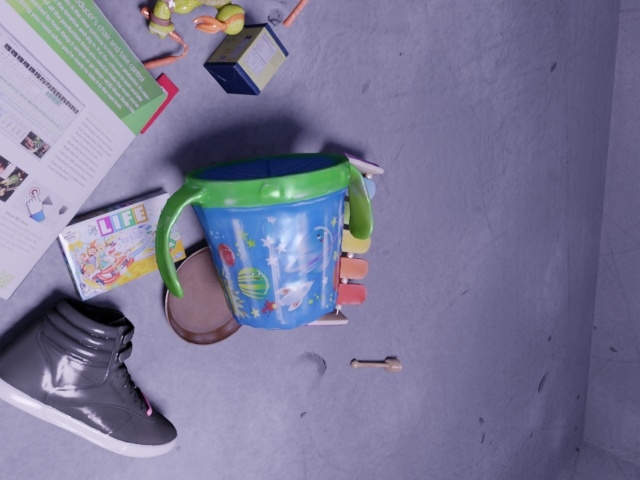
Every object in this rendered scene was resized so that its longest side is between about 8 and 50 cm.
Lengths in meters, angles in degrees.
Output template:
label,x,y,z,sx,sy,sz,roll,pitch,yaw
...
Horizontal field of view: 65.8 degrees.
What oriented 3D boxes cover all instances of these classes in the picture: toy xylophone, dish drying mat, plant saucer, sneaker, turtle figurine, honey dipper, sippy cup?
label,x,y,z,sx,sy,sz,roll,pitch,yaw
toy xylophone,0.000,0.000,0.899,0.236,0.081,0.323,-2,104,-42
dish drying mat,-0.230,-0.187,0.678,0.083,0.008,0.032,-58,133,-15
plant saucer,-0.176,0.085,0.797,0.168,0.029,0.169,-16,113,-40
sneaker,-0.277,0.188,0.678,0.147,0.104,0.296,-53,127,-11
turtle figurine,-0.156,-0.341,0.610,0.269,0.087,0.218,-24,104,6
honey dipper,0.128,0.287,1.145,0.160,0.030,0.031,16,92,-40
sippy cup,-0.064,0.000,0.725,0.305,0.240,0.224,-5,106,0

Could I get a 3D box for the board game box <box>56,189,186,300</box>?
label,x,y,z,sx,sy,sz,roll,pitch,yaw
board game box,-0.272,0.004,0.684,0.154,0.026,0.104,-27,119,-35

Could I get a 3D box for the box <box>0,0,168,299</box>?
label,x,y,z,sx,sy,sz,roll,pitch,yaw
box,-0.329,-0.116,0.523,0.322,0.058,0.232,-56,154,-13

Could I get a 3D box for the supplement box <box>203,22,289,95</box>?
label,x,y,z,sx,sy,sz,roll,pitch,yaw
supplement box,-0.107,-0.262,0.717,0.083,0.083,0.056,-57,135,-13
